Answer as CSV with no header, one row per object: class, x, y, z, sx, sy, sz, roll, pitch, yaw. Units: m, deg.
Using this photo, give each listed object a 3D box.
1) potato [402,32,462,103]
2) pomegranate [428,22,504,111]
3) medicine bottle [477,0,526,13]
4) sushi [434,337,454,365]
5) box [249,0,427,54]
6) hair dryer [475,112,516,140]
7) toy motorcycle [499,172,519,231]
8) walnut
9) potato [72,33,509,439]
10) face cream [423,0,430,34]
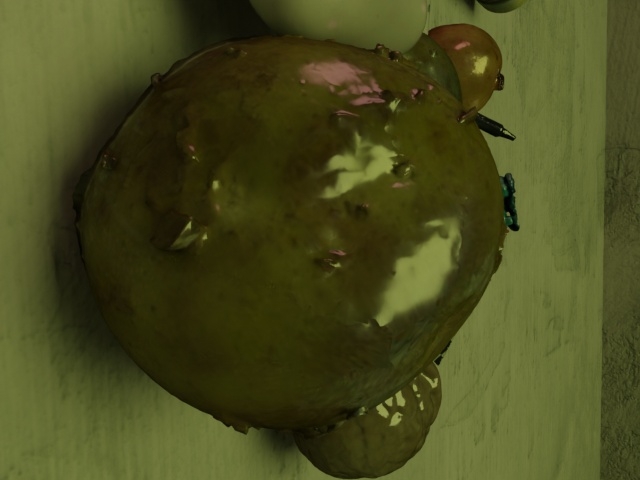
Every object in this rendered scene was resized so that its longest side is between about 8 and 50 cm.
potato,0.079,-0.148,1.017,0.270,0.219,0.359,35,70,-36
pomegranate,0.264,-0.334,1.286,0.191,0.191,0.191,-5,96,-54
medicine bottle,0.345,-0.619,1.409,0.322,0.151,0.151,9,85,-54
sushi,0.125,0.064,1.108,0.279,0.043,0.192,46,43,-4
box,-0.018,-0.387,0.834,0.289,0.141,0.349,-8,66,-55
hair dryer,0.325,-0.249,1.405,0.195,0.050,0.173,35,55,0
toy motorcycle,0.358,-0.120,1.476,0.260,0.154,0.206,66,22,-17
walnut,0.055,0.227,0.991,0.248,0.248,0.248,-5,96,-54
potato,0.000,0.000,0.685,0.442,0.319,0.385,-43,131,-10
face cream,0.157,-0.432,1.212,0.092,0.092,0.311,8,86,-54
